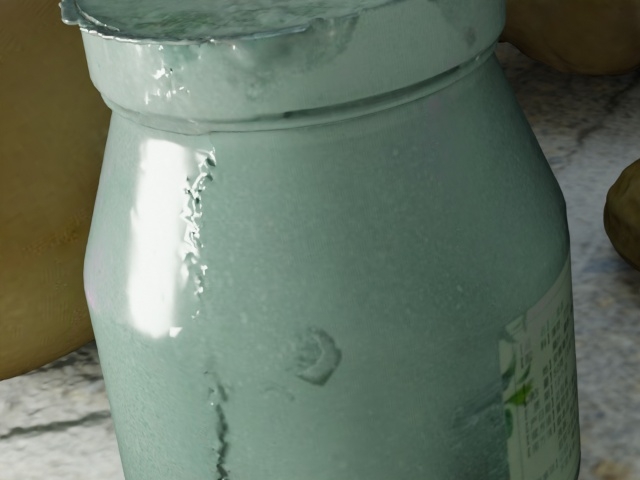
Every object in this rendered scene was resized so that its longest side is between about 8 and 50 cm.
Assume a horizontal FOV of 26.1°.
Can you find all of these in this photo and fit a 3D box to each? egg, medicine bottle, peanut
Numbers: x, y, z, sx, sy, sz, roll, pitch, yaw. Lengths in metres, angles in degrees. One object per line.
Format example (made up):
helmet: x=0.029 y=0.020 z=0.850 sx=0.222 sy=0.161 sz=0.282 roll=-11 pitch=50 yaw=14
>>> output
egg: x=-0.206 y=-0.074 z=0.847 sx=0.301 sy=0.301 sz=0.374 roll=7 pitch=33 yaw=26
medicine bottle: x=0.000 y=0.000 z=0.675 sx=0.244 sy=0.290 sz=0.245 roll=-7 pitch=29 yaw=4
peanut: x=0.220 y=0.000 z=0.820 sx=0.089 sy=0.089 sz=0.193 roll=-11 pitch=27 yaw=-4

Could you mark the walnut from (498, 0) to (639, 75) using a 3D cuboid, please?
walnut: x=0.241 y=-0.300 z=1.092 sx=0.381 sy=0.381 sz=0.381 roll=-6 pitch=29 yaw=4
